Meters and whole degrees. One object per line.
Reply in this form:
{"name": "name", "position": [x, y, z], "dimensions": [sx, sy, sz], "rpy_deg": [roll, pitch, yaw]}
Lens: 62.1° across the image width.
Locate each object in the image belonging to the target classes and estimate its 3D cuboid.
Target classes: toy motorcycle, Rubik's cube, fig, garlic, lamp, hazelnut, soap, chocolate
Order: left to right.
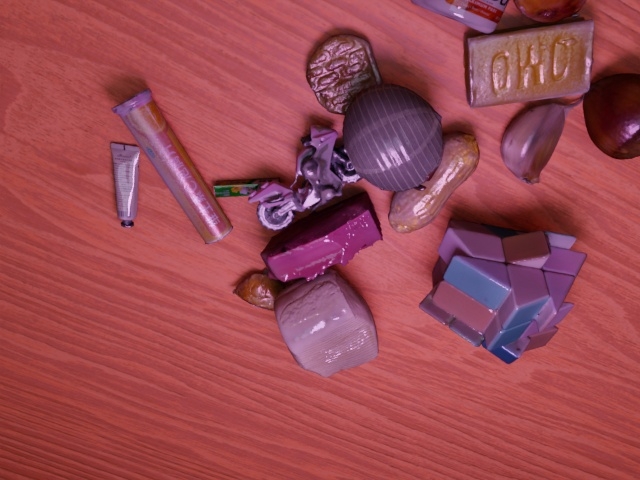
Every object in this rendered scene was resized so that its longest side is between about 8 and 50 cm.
{"name": "toy motorcycle", "position": [-0.045, -0.170, 1.364], "dimensions": [0.327, 0.143, 0.188], "rpy_deg": [-32, 108, 6]}
{"name": "soap", "position": [0.000, 0.000, 1.418], "dimensions": [0.325, 0.220, 0.127], "rpy_deg": [-25, 104, 16]}
{"name": "lamp", "position": [0.176, -0.239, 1.251], "dimensions": [0.233, 0.233, 0.265], "rpy_deg": [-23, 84, 14]}
{"name": "chocolate", "position": [0.291, -0.146, 1.374], "dimensions": [0.134, 0.134, 0.309], "rpy_deg": [33, 110, -13]}
{"name": "Rubik's cube", "position": [0.454, 0.117, 1.379], "dimensions": [0.388, 0.367, 0.358], "rpy_deg": [9, 134, -2]}
{"name": "soap", "position": [0.480, -0.416, 1.246], "dimensions": [0.275, 0.089, 0.173], "rpy_deg": [-7, 117, 8]}
{"name": "garlic", "position": [0.542, -0.273, 1.316], "dimensions": [0.128, 0.149, 0.266], "rpy_deg": [42, 122, 23]}
{"name": "fig", "position": [0.494, -0.606, 1.137], "dimensions": [0.159, 0.159, 0.256], "rpy_deg": [-2, 95, 4]}
{"name": "hazelnut", "position": [0.716, -0.301, 1.247], "dimensions": [0.208, 0.208, 0.208], "rpy_deg": [1, 117, 3]}

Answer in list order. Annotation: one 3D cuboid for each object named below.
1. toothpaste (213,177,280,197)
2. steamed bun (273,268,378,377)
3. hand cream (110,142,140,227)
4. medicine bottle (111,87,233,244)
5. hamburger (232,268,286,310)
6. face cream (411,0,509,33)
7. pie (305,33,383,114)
{"name": "toothpaste", "position": [-0.199, -0.144, 1.447], "dimensions": [0.179, 0.043, 0.037], "rpy_deg": [-3, 114, 5]}
{"name": "steamed bun", "position": [0.014, 0.217, 1.497], "dimensions": [0.247, 0.236, 0.383], "rpy_deg": [-27, 146, 6]}
{"name": "hand cream", "position": [-0.536, -0.150, 1.466], "dimensions": [0.080, 0.050, 0.233], "rpy_deg": [7, 112, 0]}
{"name": "medicine bottle", "position": [-0.376, -0.186, 1.406], "dimensions": [0.108, 0.108, 0.425], "rpy_deg": [-24, 115, 14]}
{"name": "hamburger", "position": [-0.165, 0.144, 1.566], "dimensions": [0.176, 0.087, 0.102], "rpy_deg": [20, 117, -4]}
{"name": "face cream", "position": [0.313, -0.561, 1.118], "dimensions": [0.201, 0.201, 0.187], "rpy_deg": [19, 116, -7]}
{"name": "pie", "position": [0.056, -0.401, 1.301], "dimensions": [0.195, 0.046, 0.195], "rpy_deg": [1, 116, 1]}
